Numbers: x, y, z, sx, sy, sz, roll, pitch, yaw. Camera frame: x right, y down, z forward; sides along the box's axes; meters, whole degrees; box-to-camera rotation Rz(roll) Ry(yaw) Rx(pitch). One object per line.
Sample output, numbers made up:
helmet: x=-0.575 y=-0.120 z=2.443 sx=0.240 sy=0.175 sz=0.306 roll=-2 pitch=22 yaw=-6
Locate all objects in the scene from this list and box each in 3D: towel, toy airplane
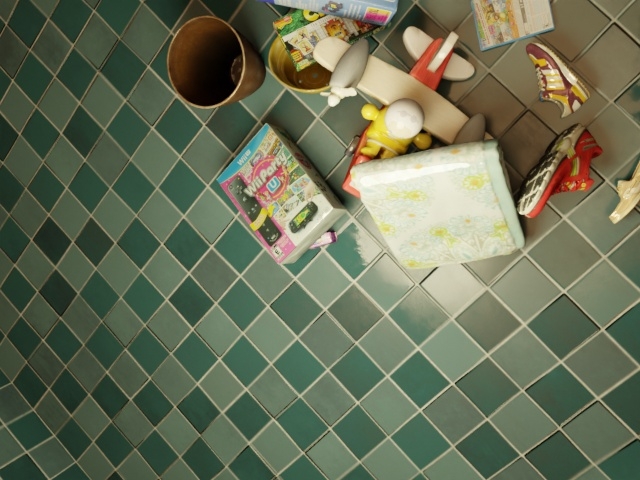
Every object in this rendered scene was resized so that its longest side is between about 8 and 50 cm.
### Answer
towel: x=0.281 y=-0.068 z=1.347 sx=0.320 sy=0.374 sz=0.090 roll=-10 pitch=51 yaw=22
toy airplane: x=0.203 y=-0.305 z=1.348 sx=0.385 sy=0.272 sz=0.385 roll=-12 pitch=105 yaw=7

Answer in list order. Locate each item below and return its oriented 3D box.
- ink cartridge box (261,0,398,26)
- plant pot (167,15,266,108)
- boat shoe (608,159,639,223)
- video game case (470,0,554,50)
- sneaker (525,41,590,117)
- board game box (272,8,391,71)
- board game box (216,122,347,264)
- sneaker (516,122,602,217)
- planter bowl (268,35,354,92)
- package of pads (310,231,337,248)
ink cartridge box: x=-0.002 y=-0.672 z=1.341 sx=0.395 sy=0.151 sz=0.270 roll=10 pitch=93 yaw=-2
plant pot: x=-0.239 y=-0.444 z=1.518 sx=0.215 sy=0.230 sz=0.216 roll=3 pitch=100 yaw=20
boat shoe: x=0.693 y=-0.118 z=1.314 sx=0.059 sy=0.063 sz=0.170 roll=36 pitch=100 yaw=14
video game case: x=0.443 y=-0.522 z=1.361 sx=0.166 sy=0.015 sz=0.119 roll=-11 pitch=96 yaw=22
sneaker: x=0.516 y=-0.363 z=1.331 sx=0.084 sy=0.069 sz=0.185 roll=-44 pitch=82 yaw=16
board game box: x=0.028 y=-0.530 z=1.441 sx=0.259 sy=0.030 sz=0.136 roll=-28 pitch=81 yaw=-6
board game box: x=-0.107 y=-0.122 z=1.570 sx=0.224 sy=0.097 sz=0.303 roll=-44 pitch=71 yaw=21
sneaker: x=0.534 y=-0.142 z=1.282 sx=0.118 sy=0.107 sz=0.279 roll=42 pitch=68 yaw=0
planter bowl: x=-0.017 y=-0.442 z=1.490 sx=0.217 sy=0.090 sz=0.217 roll=-2 pitch=68 yaw=6
package of pads: x=0.000 y=0.000 z=1.601 sx=0.083 sy=0.050 sz=0.032 roll=-17 pitch=85 yaw=23
